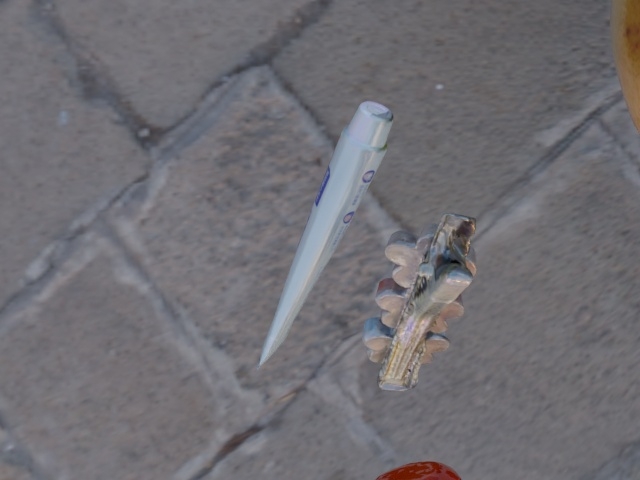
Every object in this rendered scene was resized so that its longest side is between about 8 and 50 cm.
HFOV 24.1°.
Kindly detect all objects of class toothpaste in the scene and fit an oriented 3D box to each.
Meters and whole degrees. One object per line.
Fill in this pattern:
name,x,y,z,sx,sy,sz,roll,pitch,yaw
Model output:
toothpaste,0.000,0.000,1.048,0.033,0.052,0.218,27,120,5

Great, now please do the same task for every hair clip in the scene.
hair clip,0.063,0.037,0.946,0.062,0.214,0.056,8,66,-5

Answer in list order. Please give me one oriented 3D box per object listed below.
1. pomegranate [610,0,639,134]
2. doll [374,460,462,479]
pomegranate,0.382,-0.176,1.241,0.319,0.319,0.319,3,98,24
doll,0.051,0.282,0.757,0.200,0.105,0.336,-16,99,-3
